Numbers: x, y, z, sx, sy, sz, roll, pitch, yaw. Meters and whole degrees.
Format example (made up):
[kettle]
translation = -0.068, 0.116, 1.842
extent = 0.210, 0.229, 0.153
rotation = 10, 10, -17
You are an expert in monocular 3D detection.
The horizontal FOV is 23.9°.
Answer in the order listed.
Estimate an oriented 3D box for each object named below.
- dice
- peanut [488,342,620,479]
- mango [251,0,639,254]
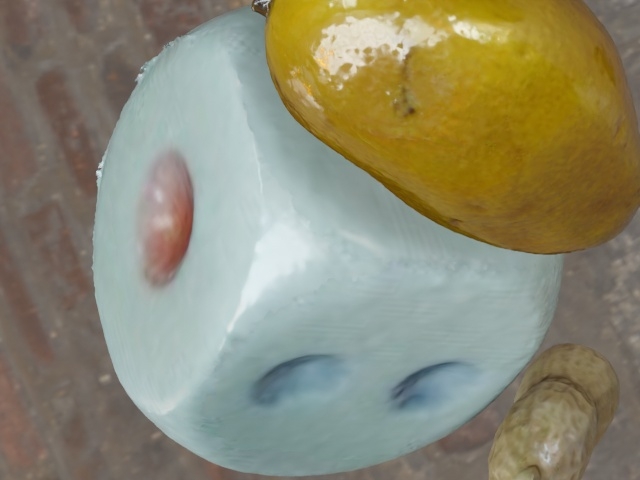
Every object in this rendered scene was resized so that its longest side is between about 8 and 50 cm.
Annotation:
[dice]
translation = 0.000, 0.000, 1.117
extent = 0.265, 0.262, 0.268
rotation = -56, 40, 39
[peanut]
translation = 0.199, 0.159, 1.286
extent = 0.085, 0.228, 0.104
rotation = 24, 115, 12
[mango]
translation = 0.073, -0.057, 0.676
extent = 0.147, 0.227, 0.109
rotation = -8, 59, 43
